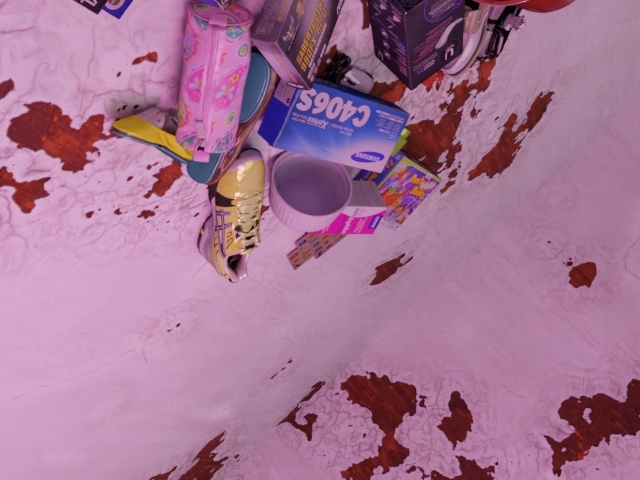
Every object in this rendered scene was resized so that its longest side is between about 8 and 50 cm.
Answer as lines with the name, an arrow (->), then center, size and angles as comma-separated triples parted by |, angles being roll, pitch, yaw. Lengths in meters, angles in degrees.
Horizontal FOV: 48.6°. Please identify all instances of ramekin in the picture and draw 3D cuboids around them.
ramekin -> -0.033, -0.118, 1.761 | 0.207, 0.207, 0.109 | -27, 161, -29

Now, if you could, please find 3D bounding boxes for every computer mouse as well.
computer mouse -> 0.078, -0.377, 1.680 | 0.193, 0.042, 0.106 | 0, 132, -56

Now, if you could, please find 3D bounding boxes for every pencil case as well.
pencil case -> -0.196, -0.288, 1.287 | 0.124, 0.124, 0.284 | -20, 139, -39

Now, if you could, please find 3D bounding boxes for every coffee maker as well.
coffee maker -> 0.448, -0.578, 1.835 | 0.171, 0.120, 0.178 | -53, 169, -40

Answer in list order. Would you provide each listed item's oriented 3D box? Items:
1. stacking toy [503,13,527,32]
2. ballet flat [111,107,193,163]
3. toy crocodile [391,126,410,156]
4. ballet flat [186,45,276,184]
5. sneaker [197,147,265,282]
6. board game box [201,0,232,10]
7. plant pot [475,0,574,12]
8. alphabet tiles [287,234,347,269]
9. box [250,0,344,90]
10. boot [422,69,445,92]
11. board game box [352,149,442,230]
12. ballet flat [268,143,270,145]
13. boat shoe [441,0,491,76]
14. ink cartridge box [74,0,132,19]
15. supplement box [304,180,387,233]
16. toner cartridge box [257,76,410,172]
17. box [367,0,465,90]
stacking toy -> 0.463, -0.618, 1.653 | 0.167, 0.052, 0.221 | 24, 92, -52
ballet flat -> -0.313, -0.211, 1.359 | 0.077, 0.077, 0.231 | -66, 156, 2
toy crocodile -> 0.144, -0.287, 1.876 | 0.115, 0.105, 0.340 | -50, 159, 17
ballet flat -> -0.168, -0.258, 1.452 | 0.342, 0.116, 0.124 | -59, 171, 34
sneaker -> -0.186, -0.057, 1.693 | 0.145, 0.147, 0.385 | -23, 148, -33
board game box -> -0.160, -0.467, 0.853 | 0.291, 0.232, 0.141 | -61, 154, -2
plant pot -> 0.413, -0.575, 1.391 | 0.272, 0.272, 0.265 | -53, 157, 24
alphabet tiles -> 0.000, 0.000, 2.224 | 0.237, 0.009, 0.198 | -38, 158, -7
box -> -0.032, -0.422, 1.303 | 0.231, 0.056, 0.183 | -70, 158, -9
boot -> 0.293, -0.454, 1.821 | 0.059, 0.085, 0.158 | -30, 151, -17
board game box -> 0.222, -0.161, 2.207 | 0.233, 0.078, 0.347 | -48, 155, 14
ballet flat -> -0.100, -0.249, 1.631 | 0.041, 0.041, 0.114 | -29, 153, -27
boat shoe -> 0.348, -0.549, 1.705 | 0.103, 0.113, 0.302 | -2, 118, -48
ink cartridge box -> -0.336, -0.431, 0.959 | 0.176, 0.069, 0.371 | -48, 157, 12
supplement box -> 0.054, -0.092, 1.948 | 0.220, 0.114, 0.111 | -1, 137, -27
toner cartridge box -> 0.038, -0.269, 1.631 | 0.347, 0.075, 0.165 | 7, 118, -42
box -> 0.212, -0.493, 1.561 | 0.165, 0.143, 0.270 | -36, 156, -7
